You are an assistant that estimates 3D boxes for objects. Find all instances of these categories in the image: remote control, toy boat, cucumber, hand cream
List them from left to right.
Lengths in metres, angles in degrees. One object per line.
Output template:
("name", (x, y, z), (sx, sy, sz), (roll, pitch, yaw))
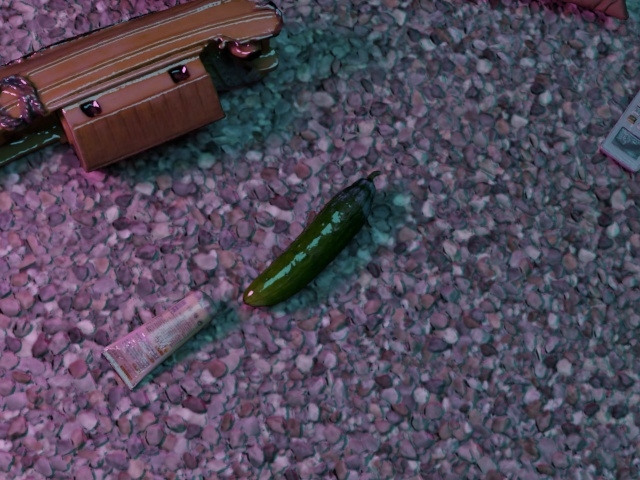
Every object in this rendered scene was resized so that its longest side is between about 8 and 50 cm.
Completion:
("toy boat", (-0.250, -0.168, 1.886), (0.445, 0.136, 0.162), (-21, 71, -12))
("hand cream", (-0.186, 0.114, 1.838), (0.143, 0.039, 0.061), (-36, 86, -11))
("cucumber", (0.000, 0.000, 1.900), (0.056, 0.056, 0.250), (42, 71, 6))
("remote control", (0.434, -0.163, 2.054), (0.061, 0.029, 0.162), (36, 73, 6))

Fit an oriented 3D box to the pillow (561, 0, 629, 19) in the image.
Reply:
("pillow", (0.313, -0.416, 2.095), (0.236, 0.084, 0.223), (10, 69, -3))
